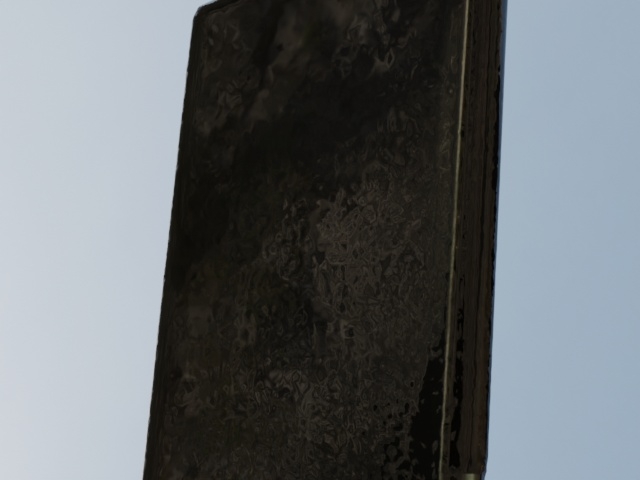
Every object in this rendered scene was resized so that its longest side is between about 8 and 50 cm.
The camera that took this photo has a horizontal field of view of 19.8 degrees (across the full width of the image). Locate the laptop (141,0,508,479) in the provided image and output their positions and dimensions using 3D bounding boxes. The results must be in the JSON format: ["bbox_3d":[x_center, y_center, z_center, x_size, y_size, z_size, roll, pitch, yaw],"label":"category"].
[{"bbox_3d":[0.000,0.000,0.517,0.129,0.016,0.180,-14,-117,44],"label":"laptop"}]
